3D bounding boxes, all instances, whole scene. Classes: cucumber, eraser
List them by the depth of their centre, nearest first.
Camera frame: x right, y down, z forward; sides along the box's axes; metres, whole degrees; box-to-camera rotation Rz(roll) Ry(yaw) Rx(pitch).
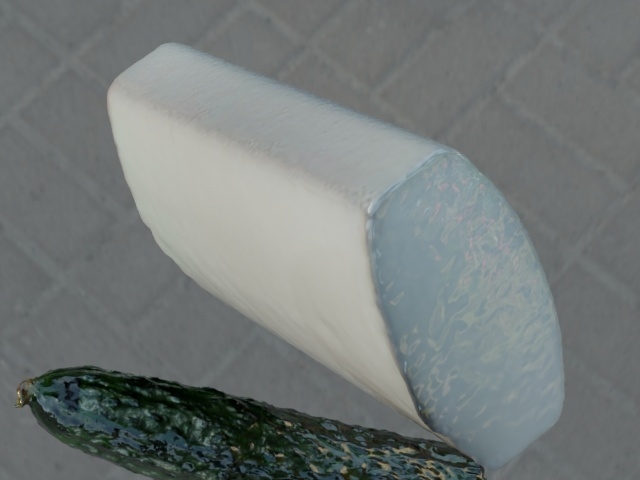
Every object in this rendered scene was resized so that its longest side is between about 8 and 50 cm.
[{"bbox_3d":[0.000,0.000,0.850,0.094,0.174,0.270,-37,33,-19],"label":"eraser"},{"bbox_3d":[-0.039,0.122,0.930,0.293,0.067,0.068,16,64,-22],"label":"cucumber"}]
